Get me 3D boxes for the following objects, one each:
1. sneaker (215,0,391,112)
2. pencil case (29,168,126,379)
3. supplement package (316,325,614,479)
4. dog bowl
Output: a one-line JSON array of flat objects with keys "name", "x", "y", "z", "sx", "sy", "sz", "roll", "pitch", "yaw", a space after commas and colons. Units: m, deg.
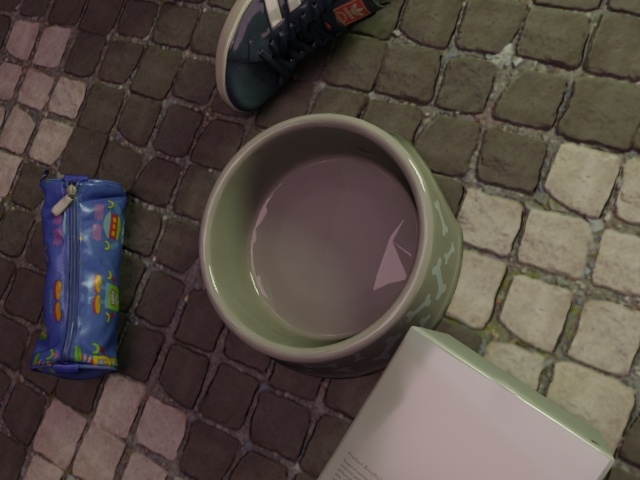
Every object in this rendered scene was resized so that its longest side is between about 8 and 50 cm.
[{"name": "sneaker", "x": -0.002, "y": -0.308, "z": 0.789, "sx": 0.148, "sy": 0.131, "sz": 0.350, "roll": 40, "pitch": 100, "yaw": 30}, {"name": "pencil case", "x": -0.352, "y": 0.048, "z": 0.867, "sx": 0.119, "sy": 0.133, "sz": 0.306, "roll": -1, "pitch": 79, "yaw": -4}, {"name": "supplement package", "x": 0.127, "y": 0.254, "z": 0.597, "sx": 0.199, "sy": 0.198, "sz": 0.263, "roll": 32, "pitch": 92, "yaw": 24}, {"name": "dog bowl", "x": 0.000, "y": 0.000, "z": 0.752, "sx": 0.348, "sy": 0.102, "sz": 0.349, "roll": -4, "pitch": 78, "yaw": 21}]
